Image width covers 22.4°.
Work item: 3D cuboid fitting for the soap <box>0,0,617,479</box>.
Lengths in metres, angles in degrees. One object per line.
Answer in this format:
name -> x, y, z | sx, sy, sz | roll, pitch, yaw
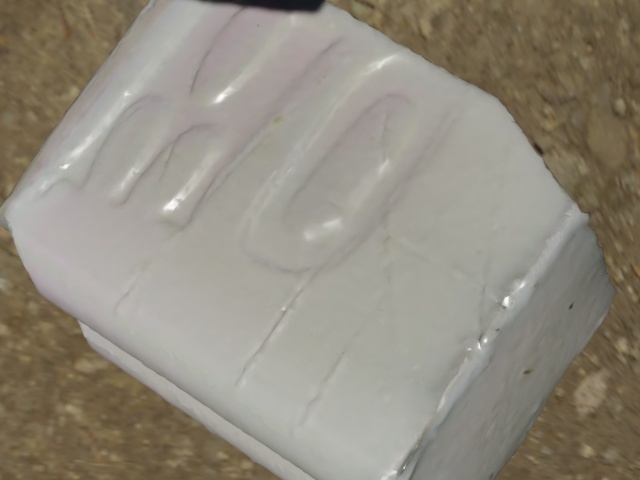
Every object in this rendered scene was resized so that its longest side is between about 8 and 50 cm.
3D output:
soap -> 0.000, 0.000, 1.298 | 0.435, 0.213, 0.350 | 33, 76, 28
